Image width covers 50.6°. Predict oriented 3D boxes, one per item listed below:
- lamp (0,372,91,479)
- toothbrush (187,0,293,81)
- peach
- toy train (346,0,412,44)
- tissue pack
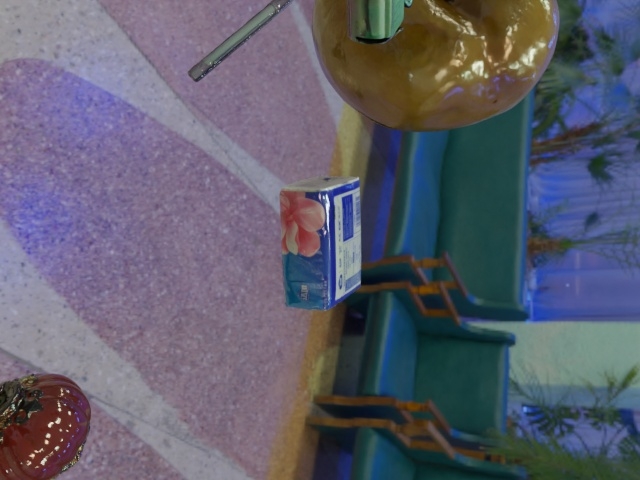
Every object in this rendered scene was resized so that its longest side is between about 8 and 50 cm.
[{"bbox_3d":[-0.553,0.356,1.290,0.227,0.227,0.226,13,75,-61],"label":"lamp"},{"bbox_3d":[-0.069,-0.364,1.065,0.354,0.024,0.029,-43,170,-11],"label":"toothbrush"},{"bbox_3d":[0.114,-0.228,0.701,0.153,0.251,0.251,93,4,-70],"label":"peach"},{"bbox_3d":[0.040,-0.204,0.442,0.071,0.038,0.147,-54,150,-42],"label":"toy train"},{"bbox_3d":[0.000,0.000,1.497,0.209,0.137,0.269,-27,118,-58],"label":"tissue pack"}]
